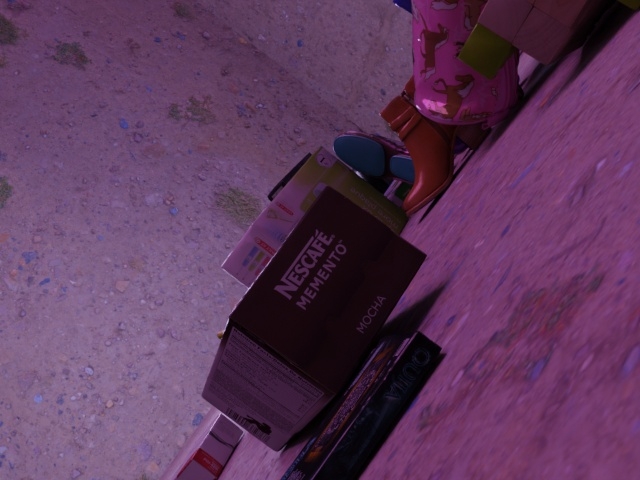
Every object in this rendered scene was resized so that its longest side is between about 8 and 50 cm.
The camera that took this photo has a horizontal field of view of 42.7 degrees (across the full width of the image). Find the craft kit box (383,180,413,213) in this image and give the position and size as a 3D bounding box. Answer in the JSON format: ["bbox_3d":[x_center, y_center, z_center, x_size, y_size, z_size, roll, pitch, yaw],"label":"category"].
[{"bbox_3d":[0.190,-0.129,1.568,0.250,0.061,0.247,-53,-1,-29],"label":"craft kit box"}]

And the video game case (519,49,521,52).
[{"bbox_3d":[0.400,-0.389,1.804,0.285,0.025,0.204,-53,2,-23],"label":"video game case"}]

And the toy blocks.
[{"bbox_3d":[0.332,-0.367,0.929,0.261,0.190,0.381,-33,-24,-51],"label":"toy blocks"}]

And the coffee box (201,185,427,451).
[{"bbox_3d":[-0.020,0.096,0.853,0.168,0.119,0.297,-53,-4,-27],"label":"coffee box"}]

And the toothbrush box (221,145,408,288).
[{"bbox_3d":[0.000,0.000,1.374,0.122,0.206,0.283,-50,2,41],"label":"toothbrush box"}]

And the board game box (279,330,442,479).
[{"bbox_3d":[0.017,0.152,0.627,0.186,0.026,0.126,-53,0,-10],"label":"board game box"}]

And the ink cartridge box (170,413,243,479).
[{"bbox_3d":[-0.197,0.377,1.402,0.099,0.056,0.135,-51,2,27],"label":"ink cartridge box"}]

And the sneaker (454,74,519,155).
[{"bbox_3d":[0.254,-0.213,1.319,0.170,0.068,0.071,-52,7,6],"label":"sneaker"}]

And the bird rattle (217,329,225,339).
[{"bbox_3d":[-0.075,0.161,1.638,0.253,0.143,0.207,-49,-14,18],"label":"bird rattle"}]

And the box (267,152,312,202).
[{"bbox_3d":[0.019,-0.060,1.673,0.059,0.232,0.183,-45,5,30],"label":"box"}]

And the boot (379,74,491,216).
[{"bbox_3d":[0.150,-0.150,1.275,0.197,0.152,0.073,-52,1,-3],"label":"boot"}]

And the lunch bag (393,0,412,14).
[{"bbox_3d":[0.350,-0.484,1.280,0.385,0.239,0.328,-39,-11,-45],"label":"lunch bag"}]

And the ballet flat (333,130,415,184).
[{"bbox_3d":[0.129,-0.144,1.407,0.079,0.221,0.077,-33,-48,-45],"label":"ballet flat"}]

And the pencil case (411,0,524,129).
[{"bbox_3d":[0.197,-0.350,1.104,0.167,0.160,0.386,-79,-14,-60],"label":"pencil case"}]

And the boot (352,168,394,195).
[{"bbox_3d":[0.076,-0.072,2.115,0.260,0.131,0.348,-46,-10,-8],"label":"boot"}]
